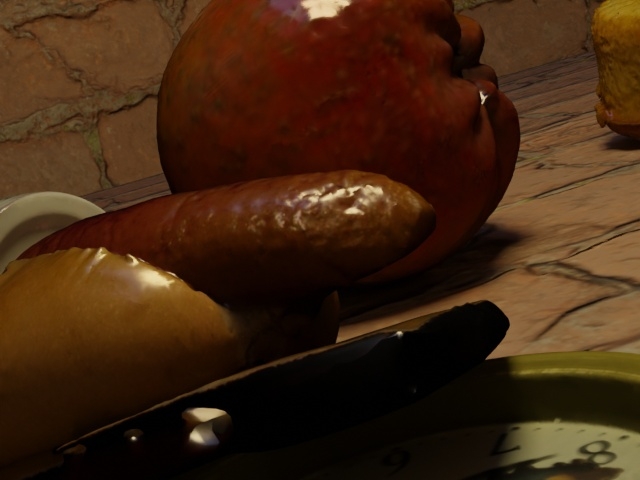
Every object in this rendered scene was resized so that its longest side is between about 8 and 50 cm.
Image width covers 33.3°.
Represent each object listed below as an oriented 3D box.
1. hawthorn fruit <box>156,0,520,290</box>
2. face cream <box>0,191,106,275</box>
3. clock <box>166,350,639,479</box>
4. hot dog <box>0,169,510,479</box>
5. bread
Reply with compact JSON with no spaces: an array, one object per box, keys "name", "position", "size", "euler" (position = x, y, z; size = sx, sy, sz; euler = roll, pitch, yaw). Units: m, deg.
[{"name":"hawthorn fruit","position":[-0.011,-0.080,0.815],"size":[0.298,0.277,0.277],"euler":[-29,6,17]},{"name":"face cream","position":[-0.305,0.052,0.834],"size":[0.370,0.145,0.145],"euler":[-7,13,44]},{"name":"clock","position":[0.026,0.101,0.323],"size":[0.237,0.057,0.237],"euler":[-17,10,3]},{"name":"hot dog","position":[-0.067,0.033,0.473],"size":[0.326,0.107,0.194],"euler":[-23,0,32]},{"name":"bread","position":[0.390,-0.184,1.083],"size":[0.261,0.160,0.147],"euler":[0,23,35]}]
